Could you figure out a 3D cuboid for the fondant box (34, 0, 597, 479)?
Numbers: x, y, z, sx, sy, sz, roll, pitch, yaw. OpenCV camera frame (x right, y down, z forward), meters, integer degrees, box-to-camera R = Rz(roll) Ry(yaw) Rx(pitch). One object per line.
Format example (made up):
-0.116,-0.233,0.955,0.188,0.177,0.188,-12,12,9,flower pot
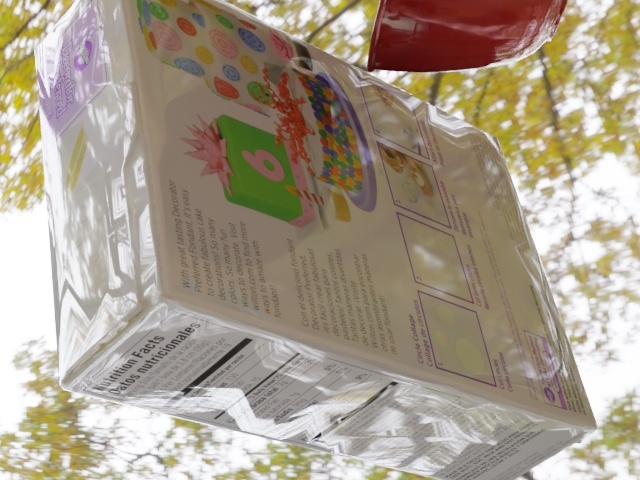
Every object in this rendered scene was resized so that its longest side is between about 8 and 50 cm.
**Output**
0.000,0.000,0.768,0.330,0.096,0.238,22,-138,-39,fondant box

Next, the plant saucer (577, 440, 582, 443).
0.215,0.134,1.364,0.195,0.195,0.037,38,-79,-11,plant saucer

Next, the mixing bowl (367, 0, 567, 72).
0.099,-0.170,0.741,0.098,0.181,0.181,18,-105,3,mixing bowl
